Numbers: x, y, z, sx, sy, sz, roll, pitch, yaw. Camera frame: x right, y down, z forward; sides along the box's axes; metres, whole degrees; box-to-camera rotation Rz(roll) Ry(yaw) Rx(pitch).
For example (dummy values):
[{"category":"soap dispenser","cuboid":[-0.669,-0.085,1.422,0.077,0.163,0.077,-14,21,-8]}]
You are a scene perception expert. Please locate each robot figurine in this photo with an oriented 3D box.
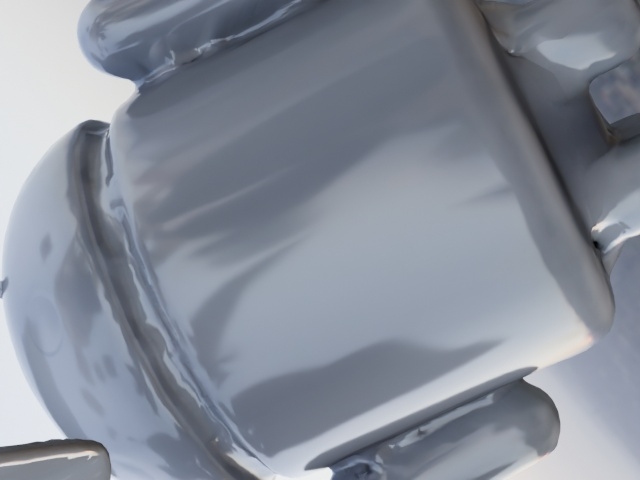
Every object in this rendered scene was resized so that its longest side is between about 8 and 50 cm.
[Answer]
[{"category":"robot figurine","cuboid":[0.000,0.000,0.703,0.300,0.353,0.200,65,-171,-2]}]

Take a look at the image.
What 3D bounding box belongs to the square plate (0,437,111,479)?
[{"category":"square plate","cuboid":[-0.149,0.214,0.308,0.049,0.347,0.344,6,174,16]}]
